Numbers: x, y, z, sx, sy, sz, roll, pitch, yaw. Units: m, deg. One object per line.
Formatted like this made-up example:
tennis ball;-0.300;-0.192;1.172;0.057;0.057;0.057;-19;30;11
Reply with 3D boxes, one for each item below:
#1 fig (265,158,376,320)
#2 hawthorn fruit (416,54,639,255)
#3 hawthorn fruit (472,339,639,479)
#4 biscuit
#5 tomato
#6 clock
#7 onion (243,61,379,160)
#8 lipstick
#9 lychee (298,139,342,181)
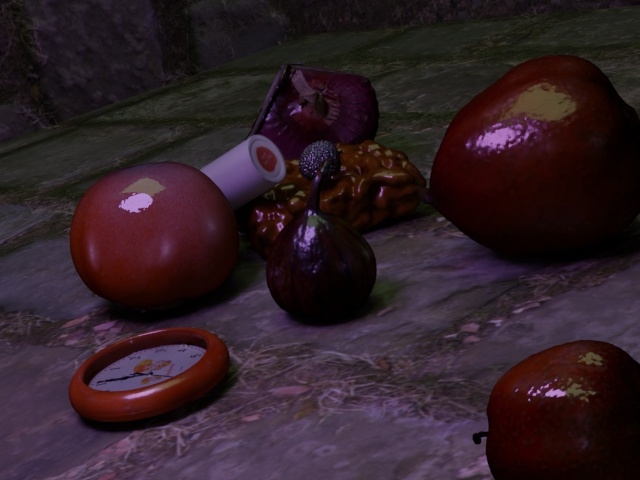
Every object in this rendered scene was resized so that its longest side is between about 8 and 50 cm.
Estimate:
fig;-0.001;0.028;1.605;0.148;0.202;0.149;-32;58;-17
hawthorn fruit;0.309;-0.112;1.661;0.311;0.295;0.295;-20;18;-20
hawthorn fruit;0.210;0.169;1.030;0.194;0.157;0.157;-12;14;39
biscuit;0.000;-0.081;2.029;0.312;0.111;0.318;-19;21;-13
tomato;-0.252;-0.005;1.796;0.255;0.225;0.256;-9;9;1
clock;-0.213;0.169;1.482;0.205;0.051;0.205;-11;18;4
onion;-0.012;-0.217;2.266;0.230;0.256;0.272;24;23;-15
lipstick;-0.200;-0.063;1.950;0.327;0.087;0.087;-29;6;34
lychee;0.001;-0.127;1.913;0.083;0.068;0.067;-28;-14;-28
